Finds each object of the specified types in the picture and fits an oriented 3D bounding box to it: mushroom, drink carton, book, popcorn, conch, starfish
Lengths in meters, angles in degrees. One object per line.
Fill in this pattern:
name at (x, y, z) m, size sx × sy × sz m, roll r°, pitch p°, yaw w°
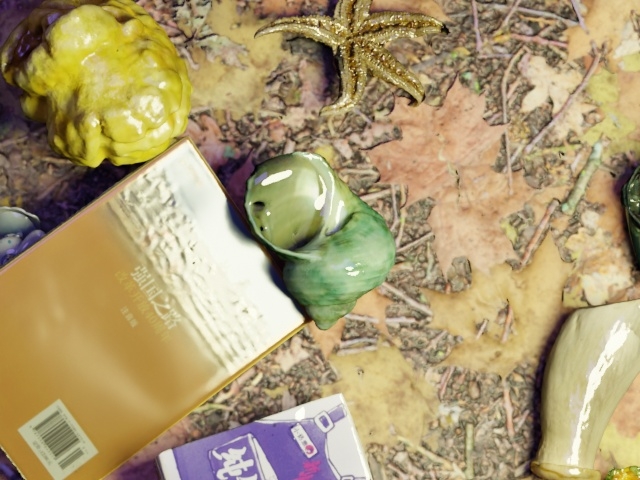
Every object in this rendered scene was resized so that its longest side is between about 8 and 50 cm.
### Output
mushroom at (0.309, 0.163, 1.916) m, size 0.108 × 0.096 × 0.247 m, roll 24°, pitch 82°, yaw -1°
drink carton at (-0.059, 0.268, 1.853) m, size 0.222 × 0.102 × 0.134 m, roll -17°, pitch 79°, yaw -11°
book at (-0.225, 0.094, 1.867) m, size 0.374 × 0.028 × 0.262 m, roll -37°, pitch 102°, yaw -13°
popcorn at (-0.244, -0.192, 1.853) m, size 0.200 × 0.203 × 0.226 m, roll -2°, pitch 53°, yaw 21°
conch at (-0.002, -0.002, 1.890) m, size 0.175 × 0.122 × 0.188 m, roll -9°, pitch 70°, yaw -42°
starfish at (0.037, -0.243, 1.988) m, size 0.238 × 0.057 × 0.213 m, roll 7°, pitch 70°, yaw -9°

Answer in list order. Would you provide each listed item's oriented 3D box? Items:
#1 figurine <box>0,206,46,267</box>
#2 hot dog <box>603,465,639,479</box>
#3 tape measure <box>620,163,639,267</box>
figurine at (-0.342, 0.015, 1.878) m, size 0.094 × 0.082 × 0.086 m, roll -27°, pitch 42°, yaw 27°
hot dog at (0.344, 0.388, 1.884) m, size 0.115 × 0.072 × 0.269 m, roll 15°, pitch 76°, yaw -2°
tape measure at (0.465, -0.003, 1.956) m, size 0.207 × 0.115 × 0.235 m, roll -10°, pitch 80°, yaw -11°
